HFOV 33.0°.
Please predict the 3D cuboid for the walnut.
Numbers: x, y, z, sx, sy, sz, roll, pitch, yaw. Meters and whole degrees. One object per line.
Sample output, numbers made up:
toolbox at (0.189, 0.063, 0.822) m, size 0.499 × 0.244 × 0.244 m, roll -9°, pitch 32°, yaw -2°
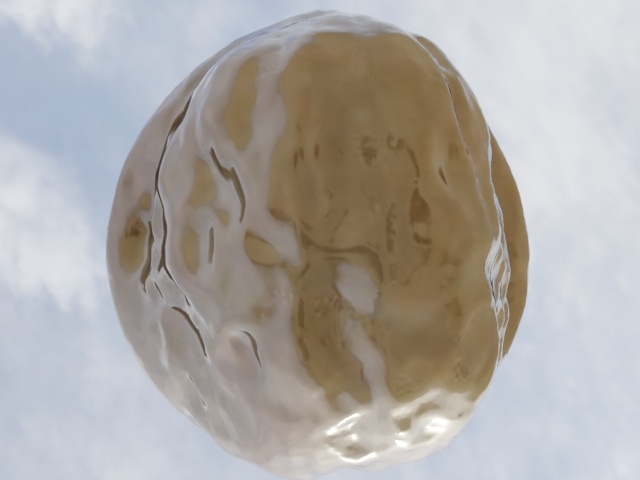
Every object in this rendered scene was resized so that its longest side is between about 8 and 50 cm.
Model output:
walnut at (0.001, 0.000, 0.625) m, size 0.273 × 0.226 × 0.273 m, roll -6°, pitch -90°, yaw -70°
